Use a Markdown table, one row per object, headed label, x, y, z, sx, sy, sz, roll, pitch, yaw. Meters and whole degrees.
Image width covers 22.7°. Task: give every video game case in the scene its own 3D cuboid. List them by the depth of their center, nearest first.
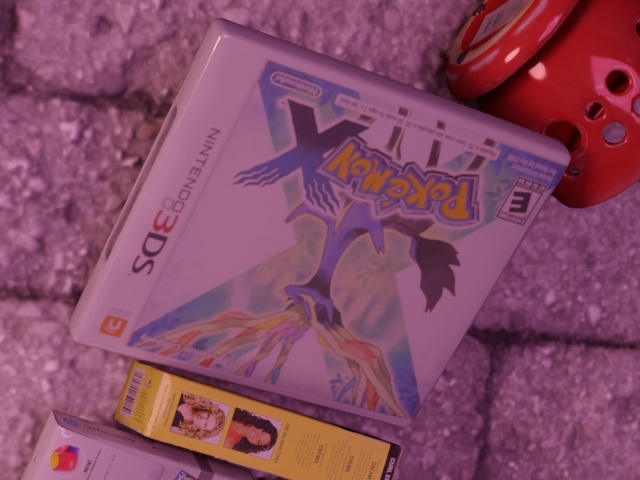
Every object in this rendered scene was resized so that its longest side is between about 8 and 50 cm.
| label | x | y | z | sx | sy | sz | roll | pitch | yaw |
| --- | --- | --- | --- | --- | --- | --- | --- | --- | --- |
| video game case | 0.000 | 0.000 | 1.319 | 0.329 | 0.036 | 0.300 | 17 | 116 | -25 |

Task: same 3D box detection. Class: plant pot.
| label | x | y | z | sx | sy | sz | roll | pitch | yaw |
| --- | --- | --- | --- | --- | --- | --- | --- | --- | --- |
| plant pot | 0.221 | -0.153 | 1.402 | 0.174 | 0.191 | 0.191 | 41 | 77 | -15 |

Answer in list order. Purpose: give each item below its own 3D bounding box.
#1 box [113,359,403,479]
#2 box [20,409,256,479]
| label | x | y | z | sx | sy | sz | roll | pitch | yaw |
| --- | --- | --- | --- | --- | --- | --- | --- | --- | --- |
| box | -0.052 | 0.165 | 1.357 | 0.232 | 0.087 | 0.058 | 20 | 85 | -23 |
| box | -0.163 | 0.235 | 1.320 | 0.186 | 0.038 | 0.145 | 20 | 99 | -25 |
